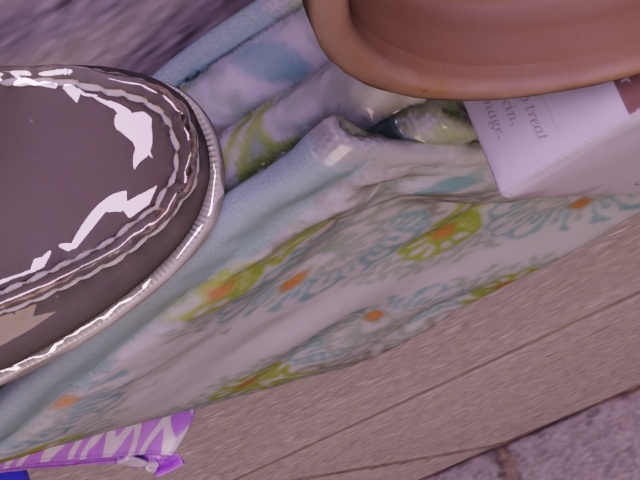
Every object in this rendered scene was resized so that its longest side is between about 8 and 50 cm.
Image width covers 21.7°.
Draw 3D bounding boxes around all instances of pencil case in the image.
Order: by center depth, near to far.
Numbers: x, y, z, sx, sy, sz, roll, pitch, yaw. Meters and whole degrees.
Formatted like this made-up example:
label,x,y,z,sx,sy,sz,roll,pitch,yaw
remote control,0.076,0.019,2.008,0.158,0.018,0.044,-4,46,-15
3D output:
label,x,y,z,sx,sy,sz,roll,pitch,yaw
pencil case,-0.154,0.094,0.917,0.086,0.088,0.206,-20,167,32

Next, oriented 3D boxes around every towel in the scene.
label,x,y,z,sx,sy,sz,roll,pitch,yaw
towel,0.000,0.000,0.752,0.320,0.090,0.374,-6,160,-48

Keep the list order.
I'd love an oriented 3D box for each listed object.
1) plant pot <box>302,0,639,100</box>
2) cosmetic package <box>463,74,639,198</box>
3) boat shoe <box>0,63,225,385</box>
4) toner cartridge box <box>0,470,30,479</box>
label,x,y,z,sx,sy,sz,roll,pitch,yaw
plant pot,0.093,-0.131,0.366,0.237,0.109,0.237,-19,167,-5
cosmetic package,0.136,-0.083,0.589,0.231,0.117,0.085,-3,157,-47
boat shoe,-0.176,0.005,0.513,0.305,0.109,0.091,-14,170,-7
toner cartridge box,-0.277,0.188,1.125,0.165,0.075,0.348,-15,165,-13
